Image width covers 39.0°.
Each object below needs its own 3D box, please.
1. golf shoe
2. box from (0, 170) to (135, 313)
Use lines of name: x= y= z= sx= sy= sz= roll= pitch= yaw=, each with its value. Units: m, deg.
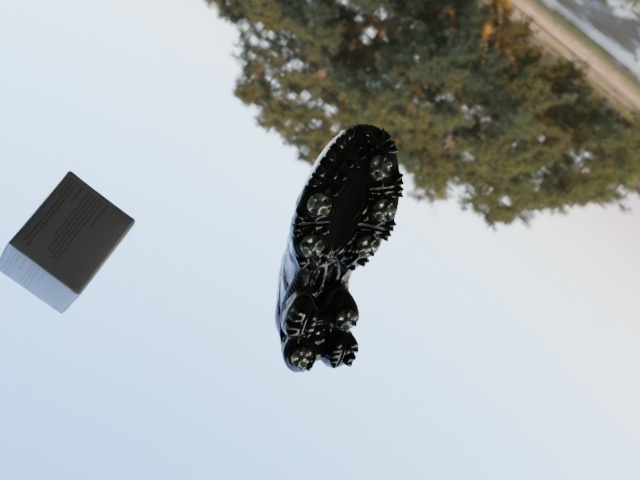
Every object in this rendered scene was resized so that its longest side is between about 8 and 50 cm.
golf shoe: x=0.000 y=0.000 z=0.921 sx=0.105 sy=0.273 sz=0.120 roll=5 pitch=-155 yaw=-22
box: x=-0.263 y=0.004 z=0.930 sx=0.087 sy=0.101 sz=0.102 roll=38 pitch=151 yaw=-11
